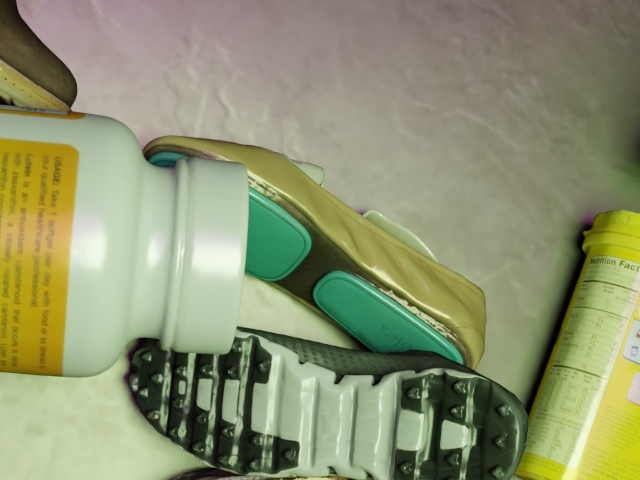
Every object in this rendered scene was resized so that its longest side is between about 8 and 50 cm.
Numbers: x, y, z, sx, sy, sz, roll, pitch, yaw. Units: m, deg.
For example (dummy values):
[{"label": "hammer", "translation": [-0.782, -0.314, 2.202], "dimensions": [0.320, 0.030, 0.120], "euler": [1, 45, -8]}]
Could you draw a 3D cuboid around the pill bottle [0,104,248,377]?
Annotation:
[{"label": "pill bottle", "translation": [-0.164, -0.001, 0.766], "dimensions": [0.246, 0.136, 0.136], "euler": [5, 84, -8]}]

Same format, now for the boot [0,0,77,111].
[{"label": "boot", "translation": [-0.178, -0.204, 0.819], "dimensions": [0.248, 0.090, 0.207], "euler": [42, 77, -6]}]

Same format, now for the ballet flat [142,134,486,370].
[{"label": "ballet flat", "translation": [0.000, 0.000, 0.877], "dimensions": [0.232, 0.080, 0.073], "euler": [37, 48, -13]}]

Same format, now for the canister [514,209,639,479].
[{"label": "canister", "translation": [0.198, 0.083, 0.920], "dimensions": [0.126, 0.073, 0.169], "euler": [24, 80, -14]}]

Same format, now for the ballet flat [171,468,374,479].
[{"label": "ballet flat", "translation": [0.013, 0.159, 0.853], "dimensions": [0.222, 0.079, 0.076], "euler": [1, 87, -17]}]

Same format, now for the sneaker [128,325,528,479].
[{"label": "sneaker", "translation": [0.010, 0.093, 0.837], "dimensions": [0.234, 0.106, 0.078], "euler": [7, 90, 22]}]
